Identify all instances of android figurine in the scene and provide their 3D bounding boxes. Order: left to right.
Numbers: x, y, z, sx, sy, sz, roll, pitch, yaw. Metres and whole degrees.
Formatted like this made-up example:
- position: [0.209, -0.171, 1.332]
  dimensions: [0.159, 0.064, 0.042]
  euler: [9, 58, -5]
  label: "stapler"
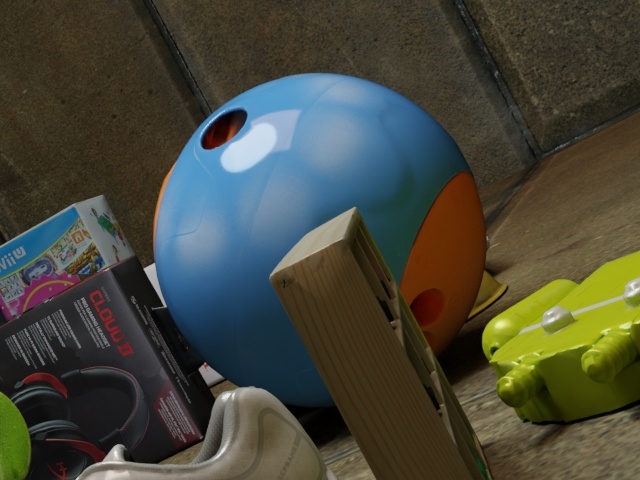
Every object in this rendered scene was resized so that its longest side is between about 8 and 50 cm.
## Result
- position: [0.210, 0.036, 0.775]
  dimensions: [0.273, 0.056, 0.248]
  euler: [-28, 2, -43]
  label: "android figurine"

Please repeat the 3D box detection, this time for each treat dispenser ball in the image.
- position: [0.000, 0.000, 1.077]
  dimensions: [0.288, 0.288, 0.288]
  euler: [-28, 2, 1]
  label: "treat dispenser ball"

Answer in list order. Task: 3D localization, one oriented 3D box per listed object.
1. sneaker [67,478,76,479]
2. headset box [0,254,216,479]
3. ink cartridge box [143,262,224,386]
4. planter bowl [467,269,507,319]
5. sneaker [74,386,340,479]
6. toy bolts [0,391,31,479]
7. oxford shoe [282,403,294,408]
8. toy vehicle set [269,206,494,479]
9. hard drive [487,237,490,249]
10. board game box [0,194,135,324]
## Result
- position: [-0.284, 0.283, 1.174]
  dimensions: [0.170, 0.051, 0.089]
  euler: [-32, 0, 38]
  label: "sneaker"
- position: [-0.269, 0.167, 1.415]
  dimensions: [0.293, 0.218, 0.110]
  euler: [-27, 4, 11]
  label: "headset box"
- position: [-0.277, 0.161, 1.865]
  dimensions: [0.273, 0.198, 0.115]
  euler: [-27, 1, 11]
  label: "ink cartridge box"
- position: [0.080, 0.059, 1.317]
  dimensions: [0.217, 0.090, 0.217]
  euler: [-29, 2, 1]
  label: "planter bowl"
- position: [-0.118, 0.181, 0.639]
  dimensions: [0.292, 0.118, 0.110]
  euler: [-30, 5, -22]
  label: "sneaker"
- position: [-0.284, 0.221, 0.747]
  dimensions: [0.229, 0.218, 0.158]
  euler: [-8, -29, -25]
  label: "toy bolts"
- position: [-0.043, 0.150, 1.281]
  dimensions: [0.076, 0.076, 0.212]
  euler: [2, -7, -12]
  label: "oxford shoe"
- position: [0.039, 0.069, 0.631]
  dimensions: [0.035, 0.166, 0.267]
  euler: [-28, 3, 4]
  label: "toy vehicle set"
- position: [0.055, 0.074, 1.504]
  dimensions: [0.308, 0.040, 0.203]
  euler: [-28, -9, -1]
  label: "hard drive"
- position: [-0.302, 0.129, 1.541]
  dimensions: [0.224, 0.303, 0.097]
  euler: [-28, 2, 17]
  label: "board game box"
